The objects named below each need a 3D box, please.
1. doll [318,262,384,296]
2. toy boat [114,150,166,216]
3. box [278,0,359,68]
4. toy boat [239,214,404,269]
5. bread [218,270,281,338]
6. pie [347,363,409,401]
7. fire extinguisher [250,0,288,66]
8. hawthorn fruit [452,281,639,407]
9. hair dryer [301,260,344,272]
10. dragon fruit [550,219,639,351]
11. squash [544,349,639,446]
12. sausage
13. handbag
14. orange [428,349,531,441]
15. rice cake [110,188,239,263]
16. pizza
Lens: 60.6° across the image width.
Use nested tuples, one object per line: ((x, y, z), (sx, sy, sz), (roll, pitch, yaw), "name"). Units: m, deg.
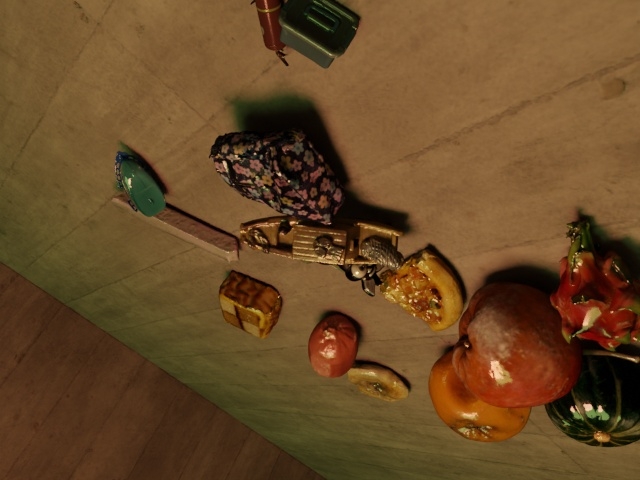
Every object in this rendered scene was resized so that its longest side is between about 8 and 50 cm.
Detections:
((0.047, 0.029, 1.143), (0.219, 0.091, 0.067), (32, 151, -10), "doll")
((-0.441, -0.145, 1.296), (0.110, 0.091, 0.175), (39, 158, 41), "toy boat")
((-0.006, -0.285, 0.742), (0.099, 0.074, 0.054), (31, 163, -5), "box")
((0.000, 0.000, 1.040), (0.320, 0.121, 0.089), (6, 103, 10), "toy boat")
((-0.206, 0.195, 1.591), (0.181, 0.096, 0.222), (25, 150, 10), "bread")
((0.185, 0.439, 1.687), (0.184, 0.052, 0.218), (-5, 139, 35), "pie")
((-0.071, -0.314, 0.775), (0.056, 0.039, 0.132), (49, 163, 33), "fire extinguisher")
((0.364, 0.204, 1.019), (0.263, 0.231, 0.235), (40, 174, -19), "hawthorn fruit")
((0.027, 0.045, 1.244), (0.150, 0.048, 0.071), (27, 153, -20), "hair dryer")
((0.430, 0.073, 0.860), (0.135, 0.137, 0.236), (-19, 123, 18), "dragon fruit")
((0.550, 0.310, 1.079), (0.218, 0.173, 0.218), (20, 151, 12), "squash")
((0.036, 0.299, 1.515), (0.148, 0.148, 0.255), (19, 146, 14), "sausage")
((-0.076, -0.119, 0.982), (0.207, 0.127, 0.228), (17, 165, 36), "handbag")
((0.380, 0.384, 1.319), (0.248, 0.183, 0.249), (20, 147, 14), "orange")
((-0.367, -0.042, 1.398), (0.364, 0.056, 0.073), (26, 155, 3), "rice cake")
((0.207, 0.111, 1.170), (0.197, 0.058, 0.292), (14, 147, 24), "pizza")
